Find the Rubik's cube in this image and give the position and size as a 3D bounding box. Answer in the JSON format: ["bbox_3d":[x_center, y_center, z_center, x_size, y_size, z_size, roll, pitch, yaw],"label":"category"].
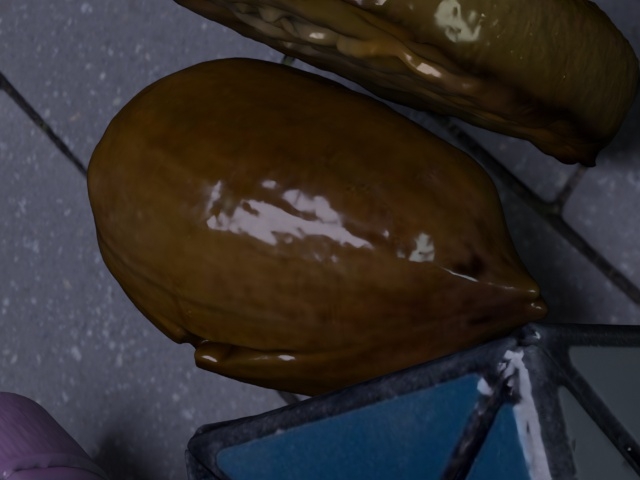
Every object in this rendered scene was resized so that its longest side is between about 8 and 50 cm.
[{"bbox_3d":[0.106,0.194,1.078,0.259,0.255,0.260,-23,71,36],"label":"Rubik's cube"}]

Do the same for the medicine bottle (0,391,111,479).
[{"bbox_3d":[-0.182,0.267,1.320,0.302,0.241,0.241,43,112,34],"label":"medicine bottle"}]

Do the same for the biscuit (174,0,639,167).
[{"bbox_3d":[0.046,-0.136,1.141,0.296,0.296,0.102,20,89,39],"label":"biscuit"}]

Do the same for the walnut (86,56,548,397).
[{"bbox_3d":[0.000,0.000,1.224,0.336,0.209,0.209,19,98,38],"label":"walnut"}]
